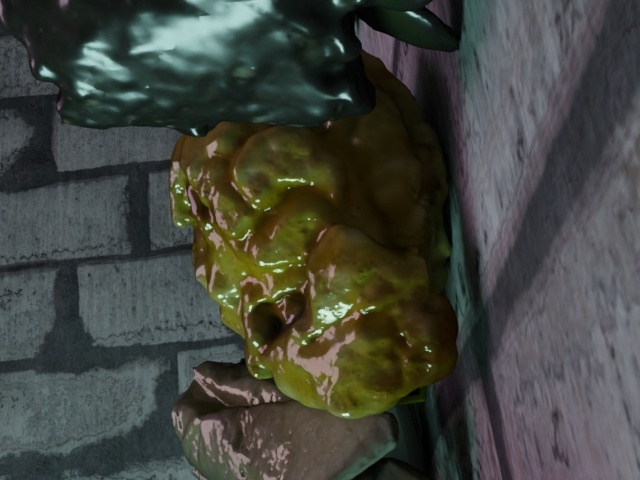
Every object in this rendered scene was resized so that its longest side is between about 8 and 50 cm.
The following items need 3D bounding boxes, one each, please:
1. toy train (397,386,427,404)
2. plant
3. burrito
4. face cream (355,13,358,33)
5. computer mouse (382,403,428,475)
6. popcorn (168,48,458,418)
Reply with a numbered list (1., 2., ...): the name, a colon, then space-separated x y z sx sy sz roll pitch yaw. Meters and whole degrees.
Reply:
1. toy train: 0.047 0.098 0.879 0.089 0.127 0.219 -137 44 -76
2. plant: -0.046 -0.176 0.510 0.199 0.276 0.188 67 -162 -61
3. burrito: -0.014 0.220 0.795 0.332 0.135 0.190 6 127 58
4. face cream: 0.000 -0.418 1.234 0.082 0.082 0.269 87 177 -68
5. computer mouse: 0.069 0.265 0.993 0.184 0.121 0.296 109 168 -69
6. popcorn: 0.000 0.000 0.683 0.265 0.225 0.332 93 160 -50
